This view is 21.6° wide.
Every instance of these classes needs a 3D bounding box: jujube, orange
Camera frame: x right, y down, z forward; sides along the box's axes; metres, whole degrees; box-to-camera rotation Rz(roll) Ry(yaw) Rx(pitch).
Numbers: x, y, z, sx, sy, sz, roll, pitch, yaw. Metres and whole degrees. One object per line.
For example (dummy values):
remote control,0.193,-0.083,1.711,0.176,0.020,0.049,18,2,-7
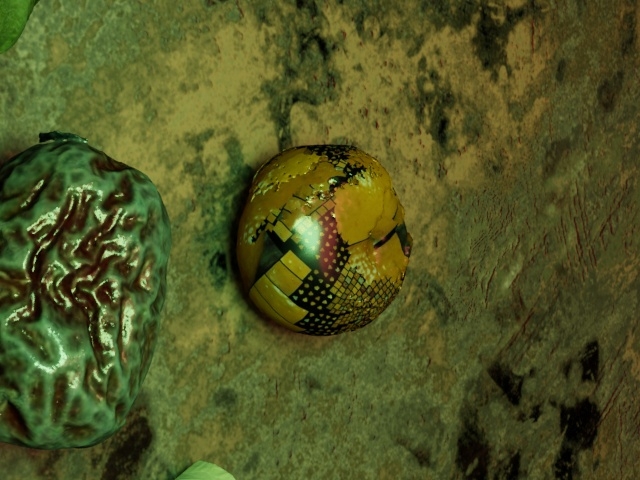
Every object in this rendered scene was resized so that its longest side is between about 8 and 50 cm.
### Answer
jujube,-0.271,0.058,1.690,0.226,0.226,0.317,26,68,-43
orange,0.000,0.000,1.993,0.234,0.182,0.235,-14,107,-53

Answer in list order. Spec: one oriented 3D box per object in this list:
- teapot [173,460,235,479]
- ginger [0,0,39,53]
teapot,-0.177,0.344,1.877,0.200,0.077,0.107,-35,133,-41
ginger,-0.339,-0.260,1.681,0.137,0.089,0.290,55,37,-20
